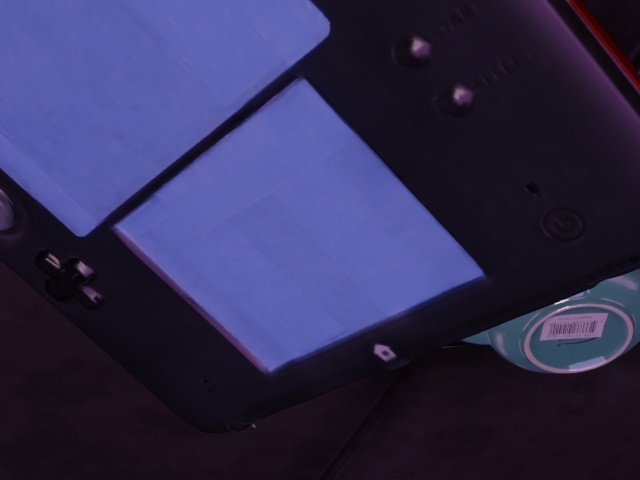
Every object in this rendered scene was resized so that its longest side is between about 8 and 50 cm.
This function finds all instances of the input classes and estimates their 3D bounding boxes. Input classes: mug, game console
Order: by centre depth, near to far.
[{"bbox_3d":[-0.064,-0.054,0.428,0.342,0.060,0.386,49,134,-12],"label":"game console"},{"bbox_3d":[0.165,0.042,0.620,0.129,0.097,0.157,30,125,-27],"label":"mug"}]

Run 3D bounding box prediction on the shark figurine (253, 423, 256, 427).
[{"bbox_3d":[-0.027,0.008,0.574,0.166,0.116,0.278,27,125,-23],"label":"shark figurine"}]
